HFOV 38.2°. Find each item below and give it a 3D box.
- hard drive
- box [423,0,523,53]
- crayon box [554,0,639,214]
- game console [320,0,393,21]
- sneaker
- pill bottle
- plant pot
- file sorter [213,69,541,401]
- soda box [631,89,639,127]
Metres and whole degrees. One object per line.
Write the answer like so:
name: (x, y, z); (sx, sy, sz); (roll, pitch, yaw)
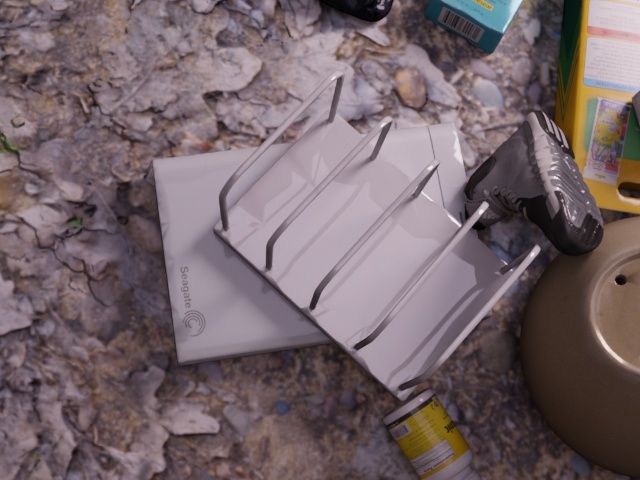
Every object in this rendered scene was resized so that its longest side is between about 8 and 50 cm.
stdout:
hard drive: (0.000, 0.000, 1.051); (0.353, 0.047, 0.233); (-8, 79, -6)
box: (0.231, -0.360, 1.141); (0.100, 0.060, 0.244); (30, 77, 2)
crayon box: (0.390, -0.173, 1.101); (0.203, 0.083, 0.322); (9, 76, -3)
game console: (0.072, -0.448, 1.159); (0.213, 0.044, 0.361); (18, 76, 1)
sneaker: (0.217, -0.034, 0.990); (0.086, 0.228, 0.132); (40, 119, -22)
pill bottle: (0.124, 0.225, 1.001); (0.065, 0.065, 0.116); (-31, 82, -10)
plant pot: (0.337, 0.093, 0.937); (0.284, 0.191, 0.284); (-5, 72, 17)
file sorter: (0.054, -0.003, 0.944); (0.278, 0.173, 0.193); (42, 78, 4)
soda box: (0.465, -0.157, 1.023); (0.216, 0.074, 0.069); (-10, 79, -8)
